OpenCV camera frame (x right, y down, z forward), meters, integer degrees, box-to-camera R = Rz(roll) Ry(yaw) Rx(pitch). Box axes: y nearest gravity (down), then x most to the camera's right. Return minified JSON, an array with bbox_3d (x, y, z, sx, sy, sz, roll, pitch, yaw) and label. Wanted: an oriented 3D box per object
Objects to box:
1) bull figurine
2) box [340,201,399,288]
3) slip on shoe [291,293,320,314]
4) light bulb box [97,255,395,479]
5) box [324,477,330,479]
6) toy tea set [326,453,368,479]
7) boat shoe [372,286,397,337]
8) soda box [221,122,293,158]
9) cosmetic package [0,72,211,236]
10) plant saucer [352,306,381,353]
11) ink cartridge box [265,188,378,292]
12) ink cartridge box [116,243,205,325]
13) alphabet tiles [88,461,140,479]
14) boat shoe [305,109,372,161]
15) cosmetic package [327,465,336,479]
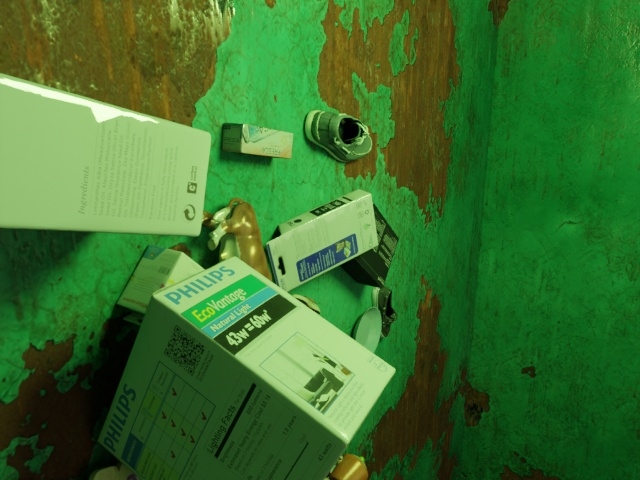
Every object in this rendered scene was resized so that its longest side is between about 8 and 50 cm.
[{"bbox_3d":[-0.166,0.065,1.098,0.188,0.101,0.310,-13,85,-56],"label":"bull figurine"},{"bbox_3d":[0.138,0.015,1.632,0.261,0.103,0.184,46,58,-54],"label":"box"},{"bbox_3d":[-0.047,0.171,1.437,0.135,0.051,0.041,34,29,-48],"label":"slip on shoe"},{"bbox_3d":[-0.132,0.285,0.895,0.225,0.361,0.358,-29,150,-61],"label":"light bulb box"},{"bbox_3d":[-0.102,0.781,1.416,0.311,0.148,0.121,-42,131,-47],"label":"box"},{"bbox_3d":[0.033,0.587,1.533,0.124,0.200,0.336,-31,119,-41],"label":"toy tea set"},{"bbox_3d":[0.239,0.262,1.887,0.080,0.076,0.229,-39,130,-47],"label":"boat shoe"},{"bbox_3d":[-0.136,-0.219,1.164,0.183,0.058,0.063,-7,105,-58],"label":"soda box"},{"bbox_3d":[-0.378,-0.102,0.643,0.453,0.230,0.162,2,96,-59],"label":"cosmetic package"},{"bbox_3d":[0.152,0.320,1.799,0.195,0.037,0.195,-25,120,-54],"label":"plant saucer"},{"bbox_3d":[0.000,0.000,1.372,0.332,0.065,0.165,-26,122,-27],"label":"ink cartridge box"},{"bbox_3d":[-0.292,0.096,0.966,0.090,0.092,0.143,51,57,-52],"label":"ink cartridge box"},{"bbox_3d":[-0.328,0.483,1.016,0.284,0.021,0.278,14,68,-63],"label":"alphabet tiles"},{"bbox_3d":[0.079,-0.285,1.454,0.319,0.099,0.116,7,92,-59],"label":"boat shoe"},{"bbox_3d":[0.032,0.823,1.637,0.183,0.151,0.152,-4,101,-59],"label":"cosmetic package"}]
